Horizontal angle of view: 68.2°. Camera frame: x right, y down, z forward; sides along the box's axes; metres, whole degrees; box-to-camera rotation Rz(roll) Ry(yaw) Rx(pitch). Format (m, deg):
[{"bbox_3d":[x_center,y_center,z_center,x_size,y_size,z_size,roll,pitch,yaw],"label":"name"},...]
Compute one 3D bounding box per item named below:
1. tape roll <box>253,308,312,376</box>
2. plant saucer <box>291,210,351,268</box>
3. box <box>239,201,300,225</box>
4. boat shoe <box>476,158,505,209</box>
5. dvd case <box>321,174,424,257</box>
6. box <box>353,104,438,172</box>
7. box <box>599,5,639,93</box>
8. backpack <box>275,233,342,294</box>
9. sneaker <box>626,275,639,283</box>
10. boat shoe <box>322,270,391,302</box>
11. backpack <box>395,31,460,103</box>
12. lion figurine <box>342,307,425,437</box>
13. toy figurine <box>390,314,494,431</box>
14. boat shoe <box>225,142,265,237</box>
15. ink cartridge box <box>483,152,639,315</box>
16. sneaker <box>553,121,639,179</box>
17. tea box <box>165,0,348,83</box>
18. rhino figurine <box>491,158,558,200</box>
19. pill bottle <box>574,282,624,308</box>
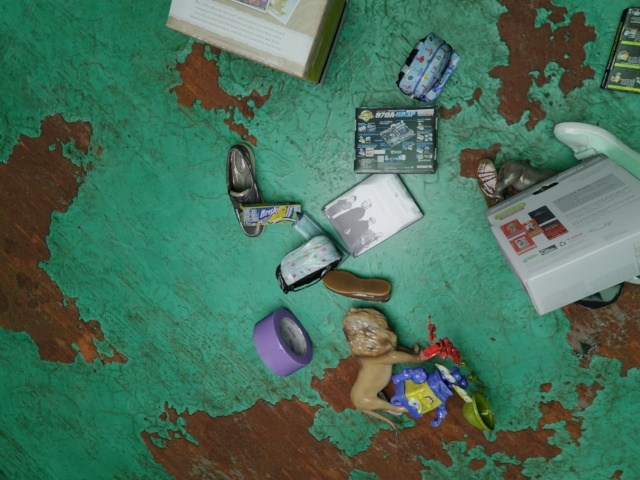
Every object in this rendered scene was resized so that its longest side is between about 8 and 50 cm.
[{"bbox_3d":[-0.112,0.307,1.427,0.080,0.189,0.189,-33,95,19],"label":"tape roll"},{"bbox_3d":[0.000,0.000,1.412,0.192,0.018,0.067,43,110,-1],"label":"plant saucer"},{"bbox_3d":[-0.144,-0.078,1.360,0.169,0.059,0.054,-4,106,-23],"label":"box"},{"bbox_3d":[0.453,-0.146,1.252,0.056,0.049,0.152,-8,107,34],"label":"boat shoe"},{"bbox_3d":[0.147,-0.082,1.350,0.239,0.029,0.179,-32,95,18],"label":"dvd case"},{"bbox_3d":[0.200,-0.266,1.263,0.220,0.051,0.175,1,93,13],"label":"box"},{"bbox_3d":[0.785,-0.435,1.103,0.191,0.045,0.184,10,109,10],"label":"box"},{"bbox_3d":[-0.032,0.064,1.359,0.182,0.152,0.115,-31,91,27],"label":"backpack"},{"bbox_3d":[0.881,0.030,1.171,0.235,0.094,0.153,4,114,23],"label":"sneaker"},{"bbox_3d":[0.106,0.145,1.397,0.207,0.073,0.073,13,147,16],"label":"boat shoe"},{"bbox_3d":[0.263,-0.421,1.160,0.117,0.173,0.158,33,108,3],"label":"backpack"},{"bbox_3d":[0.162,0.395,1.403,0.240,0.142,0.392,8,99,-3],"label":"lion figurine"},{"bbox_3d":[0.303,0.410,1.312,0.217,0.191,0.362,-30,119,19],"label":"toy figurine"},{"bbox_3d":[-0.228,-0.141,1.389,0.103,0.092,0.285,-2,104,14],"label":"boat shoe"},{"bbox_3d":[0.568,-0.022,1.061,0.309,0.272,0.130,-27,124,15],"label":"ink cartridge box"},{"bbox_3d":[0.664,-0.177,1.152,0.256,0.094,0.151,30,89,2],"label":"sneaker"},{"bbox_3d":[-0.130,-0.538,1.132,0.329,0.323,0.220,22,106,4],"label":"tea box"},{"bbox_3d":[0.552,-0.132,1.198,0.243,0.073,0.106,15,97,-10],"label":"rhino figurine"},{"bbox_3d":[0.647,0.077,1.173,0.123,0.219,0.122,3,105,12],"label":"pill bottle"}]
